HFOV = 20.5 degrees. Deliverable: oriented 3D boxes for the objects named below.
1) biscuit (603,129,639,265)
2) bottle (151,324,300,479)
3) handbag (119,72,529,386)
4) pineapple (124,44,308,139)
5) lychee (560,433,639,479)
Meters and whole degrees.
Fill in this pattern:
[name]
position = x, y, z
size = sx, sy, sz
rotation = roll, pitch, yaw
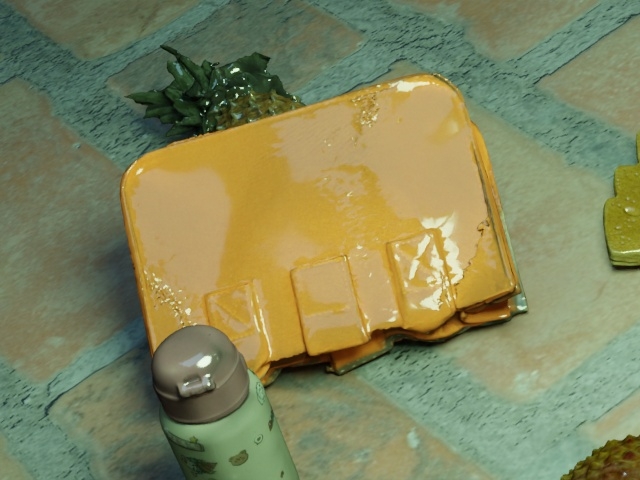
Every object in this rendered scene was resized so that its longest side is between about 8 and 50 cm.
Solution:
[biscuit]
position = 0.403, -0.043, 1.979
size = 0.239, 0.041, 0.212
rotation = -40, 49, -23
[bottle]
position = -0.100, 0.185, 1.771
size = 0.110, 0.233, 0.110
rotation = -12, 39, 10
[handbag]
position = 0.000, 0.000, 1.967
size = 0.410, 0.116, 0.303
rotation = -15, 69, 5
[pineapple]
position = -0.106, -0.157, 2.232
size = 0.165, 0.165, 0.364
rotation = -32, 41, -15
[lychee]
position = 0.297, 0.263, 1.549
size = 0.200, 0.200, 0.238
rotation = -42, 22, -25
